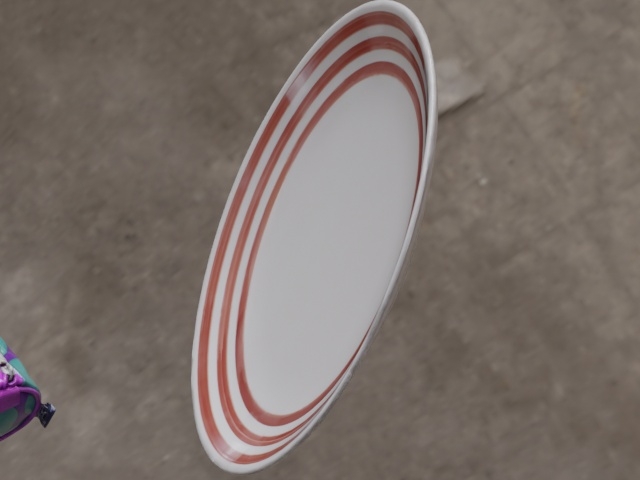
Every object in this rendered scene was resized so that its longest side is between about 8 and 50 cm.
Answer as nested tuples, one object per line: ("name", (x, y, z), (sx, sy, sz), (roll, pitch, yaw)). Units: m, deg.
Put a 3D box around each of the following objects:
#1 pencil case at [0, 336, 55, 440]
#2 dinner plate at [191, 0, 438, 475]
("pencil case", (-0.204, 0.042, 0.977), (0.064, 0.070, 0.152), (-4, 54, -50))
("dinner plate", (0.000, 0.000, 0.520), (0.017, 0.141, 0.141), (21, 56, -21))
